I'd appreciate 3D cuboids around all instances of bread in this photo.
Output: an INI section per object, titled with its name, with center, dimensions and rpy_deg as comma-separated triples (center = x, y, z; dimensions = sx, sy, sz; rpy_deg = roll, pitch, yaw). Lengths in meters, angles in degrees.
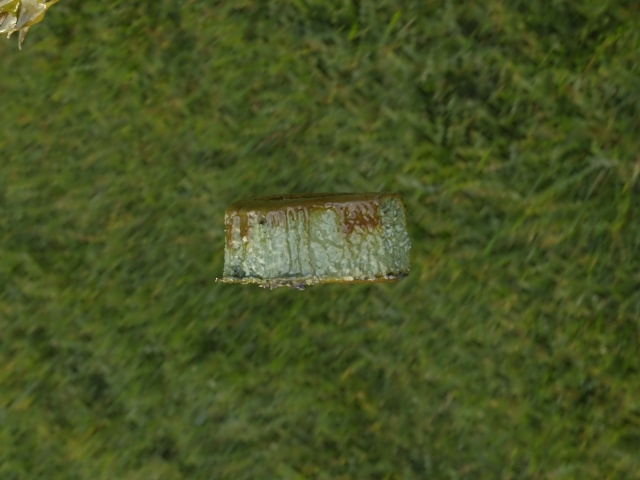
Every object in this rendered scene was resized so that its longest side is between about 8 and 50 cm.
[bread]
center = 0.000, 0.000, 1.259
dimensions = 0.128, 0.140, 0.069
rpy_deg = 3, 94, 64

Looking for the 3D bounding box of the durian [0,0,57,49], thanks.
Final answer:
[durian]
center = -0.146, -0.215, 0.896
dimensions = 0.165, 0.182, 0.132
rpy_deg = 40, 167, 16
